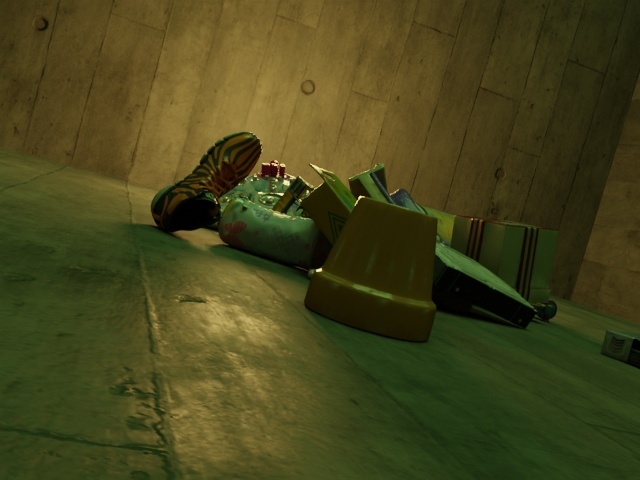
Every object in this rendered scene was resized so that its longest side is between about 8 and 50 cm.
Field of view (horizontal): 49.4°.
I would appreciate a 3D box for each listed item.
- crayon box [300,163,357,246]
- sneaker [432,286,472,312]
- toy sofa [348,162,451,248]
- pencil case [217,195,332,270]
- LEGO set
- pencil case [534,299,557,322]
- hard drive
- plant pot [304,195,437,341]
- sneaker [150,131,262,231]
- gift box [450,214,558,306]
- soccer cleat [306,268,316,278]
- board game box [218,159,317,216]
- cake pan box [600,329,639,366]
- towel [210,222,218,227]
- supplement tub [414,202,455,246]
[{"bbox_3d":[0.075,-0.019,1.537,0.319,0.081,0.202,52,12,12],"label":"crayon box"},{"bbox_3d":[0.303,0.140,1.662,0.118,0.042,0.067,14,6,9],"label":"sneaker"},{"bbox_3d":[0.231,-0.057,1.955,0.177,0.150,0.363,-23,46,-7],"label":"toy sofa"},{"bbox_3d":[-0.106,-0.017,1.647,0.273,0.124,0.113,18,0,22],"label":"pencil case"},{"bbox_3d":[0.000,0.000,1.827,0.331,0.192,0.255,32,9,-46],"label":"LEGO set"},{"bbox_3d":[0.664,0.201,2.163,0.064,0.070,0.151,12,4,-20],"label":"pencil case"},{"bbox_3d":[0.347,0.084,1.699,0.338,0.064,0.237,25,13,-32],"label":"hard drive"},{"bbox_3d":[0.097,0.036,1.094,0.205,0.188,0.205,16,3,-1],"label":"plant pot"},{"bbox_3d":[-0.243,-0.123,1.630,0.125,0.321,0.180,51,-9,-30],"label":"sneaker"},{"bbox_3d":[0.547,0.075,2.047,0.276,0.258,0.255,6,7,-26],"label":"gift box"},{"bbox_3d":[0.004,0.074,1.476,0.035,0.029,0.083,29,13,34],"label":"soccer cleat"},{"bbox_3d":[-0.147,-0.126,2.110,0.389,0.050,0.389,27,35,35],"label":"board game box"},{"bbox_3d":[0.821,0.279,1.608,0.266,0.070,0.245,13,2,-42],"label":"cake pan box"},{"bbox_3d":[-0.311,-0.053,2.107,0.284,0.034,0.209,12,7,-30],"label":"towel"},{"bbox_3d":[0.342,0.018,2.229,0.331,0.241,0.241,14,4,-40],"label":"supplement tub"}]
